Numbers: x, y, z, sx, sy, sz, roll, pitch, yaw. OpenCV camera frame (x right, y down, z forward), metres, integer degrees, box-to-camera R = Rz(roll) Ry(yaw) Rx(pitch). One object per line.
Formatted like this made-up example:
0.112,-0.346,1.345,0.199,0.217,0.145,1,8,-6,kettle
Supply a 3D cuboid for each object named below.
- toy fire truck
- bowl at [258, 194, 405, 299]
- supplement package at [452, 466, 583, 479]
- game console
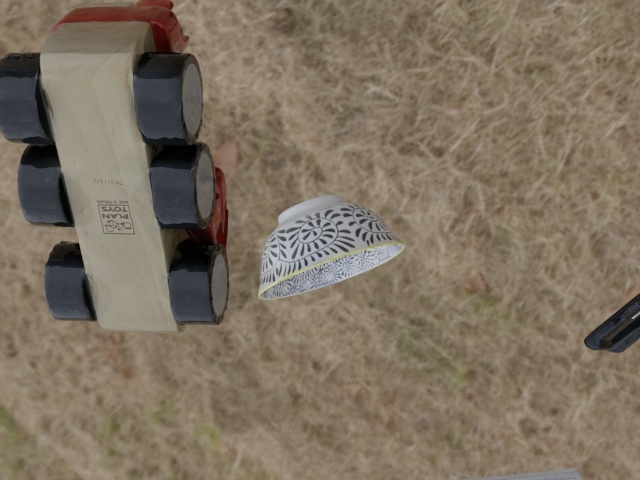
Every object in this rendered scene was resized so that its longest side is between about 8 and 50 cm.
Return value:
-0.138,-0.081,0.697,0.159,0.246,0.217,1,124,8,toy fire truck
0.000,0.000,1.042,0.170,0.170,0.080,-31,74,44,bowl
0.205,0.371,0.994,0.203,0.194,0.149,-110,24,-47,supplement package
0.493,0.037,1.271,0.361,0.213,0.044,-48,48,31,game console
